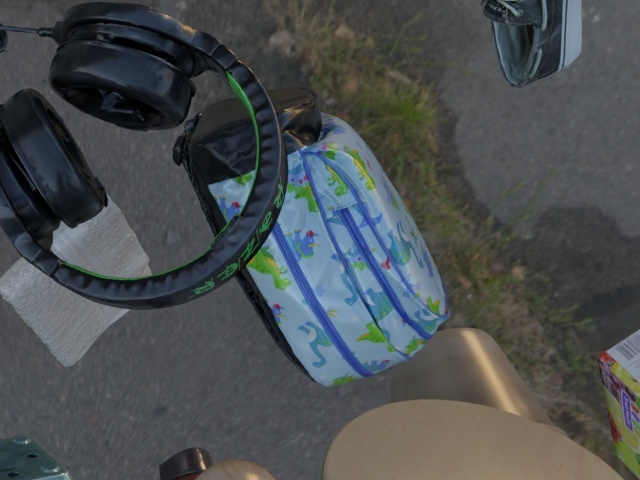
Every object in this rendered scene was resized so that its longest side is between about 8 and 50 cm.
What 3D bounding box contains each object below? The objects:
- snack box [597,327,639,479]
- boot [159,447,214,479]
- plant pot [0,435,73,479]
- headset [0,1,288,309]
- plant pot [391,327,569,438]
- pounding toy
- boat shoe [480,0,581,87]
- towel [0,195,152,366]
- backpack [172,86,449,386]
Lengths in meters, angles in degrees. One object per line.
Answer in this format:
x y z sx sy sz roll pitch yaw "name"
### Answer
0.348 0.201 0.981 0.070 0.174 0.207 -33 44 -9 "snack box"
-0.225 0.476 1.547 0.264 0.096 0.280 -34 43 14 "boot"
-0.450 0.419 1.507 0.248 0.247 0.252 -4 107 -37 "plant pot"
-0.206 -0.103 0.964 0.394 0.185 0.243 39 83 12 "headset"
0.249 0.315 1.859 0.323 0.323 0.280 -4 54 -14 "plant pot"
0.057 0.183 0.568 0.237 0.110 0.183 -4 30 -32 "pounding toy"
0.274 -0.326 1.442 0.119 0.335 0.121 -40 50 -10 "boat shoe"
-0.322 0.060 1.472 0.049 0.282 0.187 37 73 20 "towel"
0.000 0.000 1.286 0.273 0.290 0.355 -12 103 2 "backpack"
